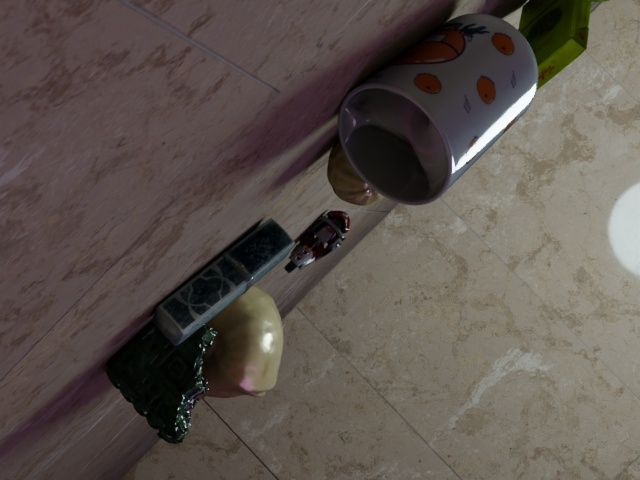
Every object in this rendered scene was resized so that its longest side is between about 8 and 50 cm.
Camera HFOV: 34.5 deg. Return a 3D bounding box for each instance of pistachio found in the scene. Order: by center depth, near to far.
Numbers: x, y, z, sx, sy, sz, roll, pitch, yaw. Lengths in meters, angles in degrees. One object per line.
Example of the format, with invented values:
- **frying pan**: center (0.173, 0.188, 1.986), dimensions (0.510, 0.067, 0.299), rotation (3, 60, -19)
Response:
- **pistachio**: center (-0.173, 0.205, 2.049), dimensions (0.230, 0.230, 0.309), rotation (-45, -177, 9)

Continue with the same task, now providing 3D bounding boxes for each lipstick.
- **lipstick**: center (-0.172, 0.073, 1.839), dimensions (0.289, 0.077, 0.076), rotation (-40, 173, -30)

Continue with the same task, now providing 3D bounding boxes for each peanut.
- **peanut**: center (0.133, -0.181, 1.848), dimensions (0.305, 0.147, 0.147), rotation (-43, 174, -30)

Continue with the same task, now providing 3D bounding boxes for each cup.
- **cup**: center (0.205, -0.225, 1.667), dimensions (0.317, 0.212, 0.212), rotation (-41, 173, -36)

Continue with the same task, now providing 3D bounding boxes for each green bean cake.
- **green bean cake**: center (-0.258, 0.233, 1.852), dimensions (0.208, 0.193, 0.107), rotation (-44, 169, -13)

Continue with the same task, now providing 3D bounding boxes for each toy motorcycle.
- **toy motorcycle**: center (0.001, 0.001, 2.489), dimensions (0.213, 0.082, 0.122), rotation (-43, 175, -25)

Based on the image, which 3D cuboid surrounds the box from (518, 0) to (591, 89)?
- **box**: center (0.475, -0.439, 2.118), dimensions (0.187, 0.047, 0.335), rotation (-39, -158, 42)
